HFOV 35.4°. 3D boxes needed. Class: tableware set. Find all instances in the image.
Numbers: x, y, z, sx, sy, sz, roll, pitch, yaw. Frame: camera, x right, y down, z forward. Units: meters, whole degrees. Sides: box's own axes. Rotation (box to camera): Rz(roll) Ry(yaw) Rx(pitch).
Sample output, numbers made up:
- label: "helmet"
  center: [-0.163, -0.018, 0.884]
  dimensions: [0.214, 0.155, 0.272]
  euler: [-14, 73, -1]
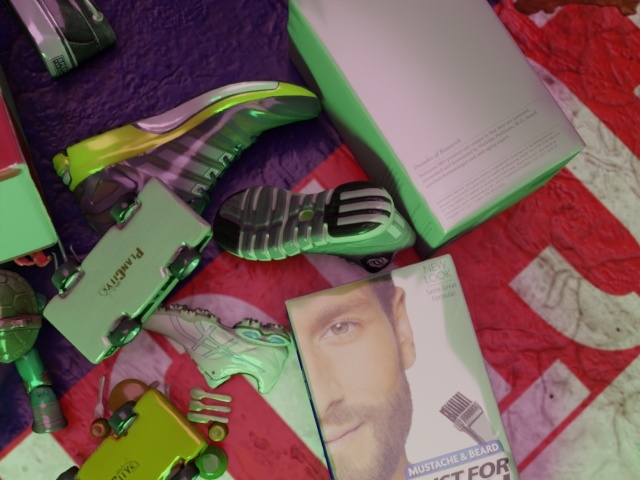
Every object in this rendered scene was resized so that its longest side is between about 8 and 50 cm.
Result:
- label: "tableware set"
  center: [-0.173, 0.205, 1.085]
  dimensions: [0.154, 0.024, 0.104]
  euler: [8, 87, -1]

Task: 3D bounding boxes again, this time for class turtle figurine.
- label: "turtle figurine"
  center: [-0.336, 0.090, 1.059]
  dimensions: [0.175, 0.118, 0.234]
  euler: [-6, 86, -2]

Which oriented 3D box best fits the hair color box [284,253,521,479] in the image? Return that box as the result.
- label: "hair color box"
  center: [0.093, 0.204, 1.048]
  dimensions: [0.185, 0.110, 0.339]
  euler: [-16, 79, -3]

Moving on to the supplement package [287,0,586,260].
- label: "supplement package"
  center: [0.112, -0.156, 1.073]
  dimensions: [0.175, 0.177, 0.293]
  euler: [-32, 83, -7]

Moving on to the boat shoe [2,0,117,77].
- label: "boat shoe"
  center: [-0.336, -0.339, 1.131]
  dimensions: [0.105, 0.113, 0.306]
  euler: [-31, 85, -13]

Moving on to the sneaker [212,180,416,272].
- label: "sneaker"
  center: [0.000, 0.000, 1.093]
  dimensions: [0.228, 0.132, 0.086]
  euler: [-1, 67, 35]

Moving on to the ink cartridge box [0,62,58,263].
- label: "ink cartridge box"
  center: [-0.461, -0.142, 1.013]
  dimensions: [0.279, 0.160, 0.385]
  euler: [-20, 65, -9]

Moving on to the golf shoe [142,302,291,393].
- label: "golf shoe"
  center: [-0.123, 0.116, 1.080]
  dimensions: [0.176, 0.069, 0.086]
  euler: [13, 88, 4]

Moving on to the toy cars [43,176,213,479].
- label: "toy cars"
  center: [-0.188, 0.133, 1.022]
  dimensions: [0.176, 0.087, 0.394]
  euler: [1, 90, 14]

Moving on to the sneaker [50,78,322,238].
- label: "sneaker"
  center: [-0.135, -0.090, 1.105]
  dimensions: [0.299, 0.111, 0.121]
  euler: [-21, 91, 1]
